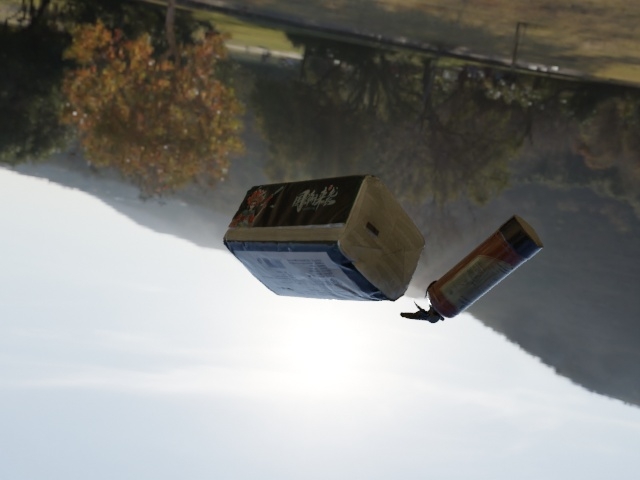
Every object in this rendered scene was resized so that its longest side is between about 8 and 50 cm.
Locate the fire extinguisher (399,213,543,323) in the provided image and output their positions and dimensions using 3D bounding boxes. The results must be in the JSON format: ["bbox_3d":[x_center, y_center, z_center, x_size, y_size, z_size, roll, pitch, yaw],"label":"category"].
[{"bbox_3d":[0.170,0.042,0.884,0.062,0.177,0.050,29,-151,-35],"label":"fire extinguisher"}]

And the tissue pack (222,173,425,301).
[{"bbox_3d":[0.001,0.000,0.718,0.170,0.090,0.103,2,144,49],"label":"tissue pack"}]
